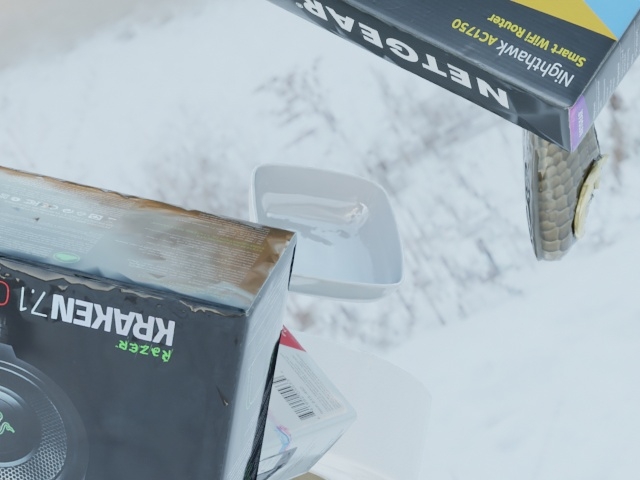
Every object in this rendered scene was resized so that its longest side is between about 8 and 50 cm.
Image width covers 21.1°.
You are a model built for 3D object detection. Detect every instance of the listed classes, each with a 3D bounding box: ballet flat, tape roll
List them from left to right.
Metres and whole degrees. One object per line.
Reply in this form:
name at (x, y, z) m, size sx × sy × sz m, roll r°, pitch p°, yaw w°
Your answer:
tape roll at (-0.046, 0.164, 1.544) m, size 0.286 × 0.286 × 0.100 m, roll -6°, pitch 63°, yaw 42°
ballet flat at (0.132, -0.113, 0.842) m, size 0.058 × 0.250 × 0.084 m, roll 4°, pitch 4°, yaw 2°

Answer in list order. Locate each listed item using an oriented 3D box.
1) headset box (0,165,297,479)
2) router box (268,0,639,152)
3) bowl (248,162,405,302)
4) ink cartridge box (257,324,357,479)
headset box at (-0.163, 0.116, 0.962) m, size 0.246 × 0.283 × 0.131 m, roll 14°, pitch 22°, yaw 7°
router box at (0.069, -0.135, 0.757) m, size 0.179 × 0.046 × 0.133 m, roll 28°, pitch 74°, yaw 22°
bowl at (0.000, 0.000, 1.557) m, size 0.053 × 0.142 × 0.142 m, roll 116°, pitch 155°, yaw -43°
ink cartridge box at (-0.079, 0.113, 1.191) m, size 0.175 × 0.127 × 0.072 m, roll -12°, pitch -34°, yaw -54°
